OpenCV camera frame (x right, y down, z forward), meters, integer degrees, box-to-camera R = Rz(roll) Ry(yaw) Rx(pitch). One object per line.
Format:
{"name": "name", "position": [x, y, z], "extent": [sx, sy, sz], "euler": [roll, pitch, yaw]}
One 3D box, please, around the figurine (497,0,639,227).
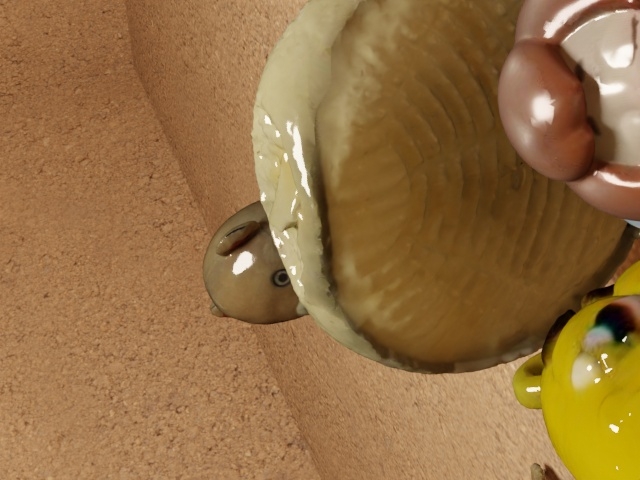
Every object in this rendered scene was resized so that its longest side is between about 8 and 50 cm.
{"name": "figurine", "position": [0.257, -0.116, 0.580], "extent": [0.388, 0.248, 0.276], "euler": [5, 109, 63]}

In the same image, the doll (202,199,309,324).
{"name": "doll", "position": [0.000, 0.000, 1.344], "extent": [0.174, 0.330, 0.235], "euler": [60, 158, 23]}

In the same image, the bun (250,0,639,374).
{"name": "bun", "position": [0.098, -0.076, 0.865], "extent": [0.202, 0.364, 0.364], "euler": [35, 140, 60]}

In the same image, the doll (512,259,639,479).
{"name": "doll", "position": [0.263, 0.108, 0.459], "extent": [0.161, 0.423, 0.348], "euler": [64, -151, -20]}

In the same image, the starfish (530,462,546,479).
{"name": "starfish", "position": [0.324, 0.371, 1.126], "extent": [0.324, 0.082, 0.432], "euler": [61, 163, 25]}
